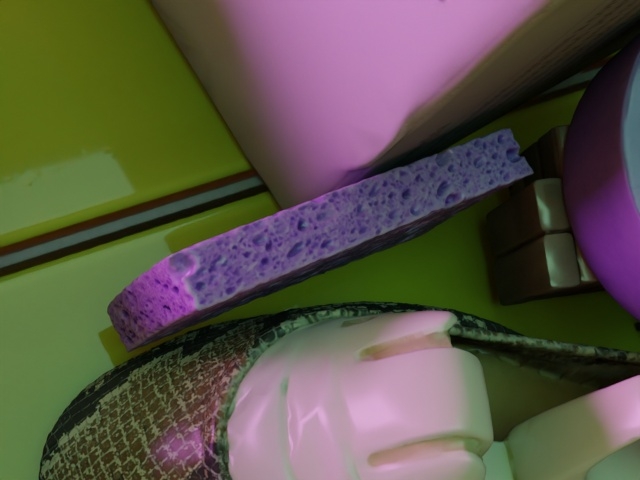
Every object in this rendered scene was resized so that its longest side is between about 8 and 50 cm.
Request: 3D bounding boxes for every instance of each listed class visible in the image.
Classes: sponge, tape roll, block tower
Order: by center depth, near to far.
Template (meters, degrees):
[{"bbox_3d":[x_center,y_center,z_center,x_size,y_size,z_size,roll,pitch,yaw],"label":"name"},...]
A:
[{"bbox_3d":[0.226,-0.037,0.481,0.189,0.080,0.188,1,82,-6],"label":"tape roll"},{"bbox_3d":[0.000,0.000,0.502,0.210,0.117,0.031,-22,85,-31],"label":"sponge"},{"bbox_3d":[0.275,-0.029,0.571,0.336,0.097,0.090,-7,82,-9],"label":"block tower"}]

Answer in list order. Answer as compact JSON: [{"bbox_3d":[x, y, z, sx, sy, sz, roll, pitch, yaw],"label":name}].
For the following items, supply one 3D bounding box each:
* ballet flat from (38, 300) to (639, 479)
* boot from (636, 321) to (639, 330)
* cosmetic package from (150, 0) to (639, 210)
[{"bbox_3d":[0.107,0.103,0.494,0.483,0.182,0.163,6,67,-14],"label":"ballet flat"},{"bbox_3d":[0.251,0.014,0.630,0.121,0.045,0.099,-30,84,-13],"label":"boot"},{"bbox_3d":[0.103,-0.263,0.505,0.394,0.329,0.327,-30,87,-21],"label":"cosmetic package"}]
